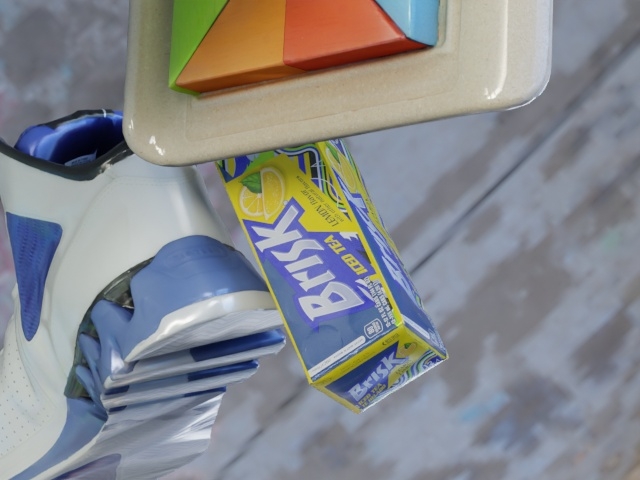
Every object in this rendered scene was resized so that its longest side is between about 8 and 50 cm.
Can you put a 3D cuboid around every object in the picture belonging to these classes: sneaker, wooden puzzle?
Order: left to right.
[{"bbox_3d":[-0.126,0.030,1.130,0.127,0.182,0.315,-6,156,-31],"label":"sneaker"},{"bbox_3d":[-0.001,-0.155,0.905,0.239,0.221,0.044,-6,167,40],"label":"wooden puzzle"}]

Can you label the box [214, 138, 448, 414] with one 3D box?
[{"bbox_3d":[0.000,0.000,0.991,0.059,0.169,0.054,-34,147,14],"label":"box"}]
